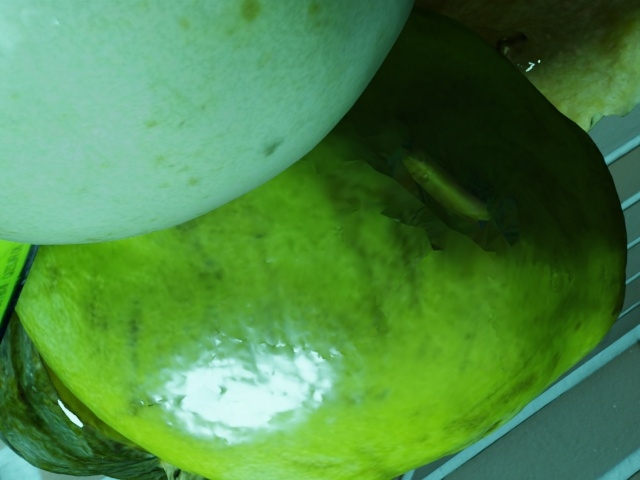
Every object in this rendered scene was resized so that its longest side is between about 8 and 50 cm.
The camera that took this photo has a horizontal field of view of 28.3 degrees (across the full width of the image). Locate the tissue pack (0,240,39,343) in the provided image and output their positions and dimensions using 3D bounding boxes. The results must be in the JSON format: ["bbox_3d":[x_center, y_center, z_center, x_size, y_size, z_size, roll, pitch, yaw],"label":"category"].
[{"bbox_3d":[-0.226,0.004,0.610,0.073,0.173,0.235,-27,156,-45],"label":"tissue pack"}]

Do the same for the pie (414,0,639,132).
[{"bbox_3d":[0.073,-0.123,0.833,0.339,0.083,0.339,-10,144,-7],"label":"pie"}]

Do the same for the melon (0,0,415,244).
[{"bbox_3d":[-0.104,-0.141,0.384,0.268,0.268,0.330,-39,150,0],"label":"melon"}]

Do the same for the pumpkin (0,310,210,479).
[{"bbox_3d":[-0.101,0.102,0.879,0.324,0.242,0.232,19,153,-34],"label":"pumpkin"}]

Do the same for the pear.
[{"bbox_3d":[0.000,0.000,0.676,0.321,0.269,0.269,9,145,-7],"label":"pear"}]
